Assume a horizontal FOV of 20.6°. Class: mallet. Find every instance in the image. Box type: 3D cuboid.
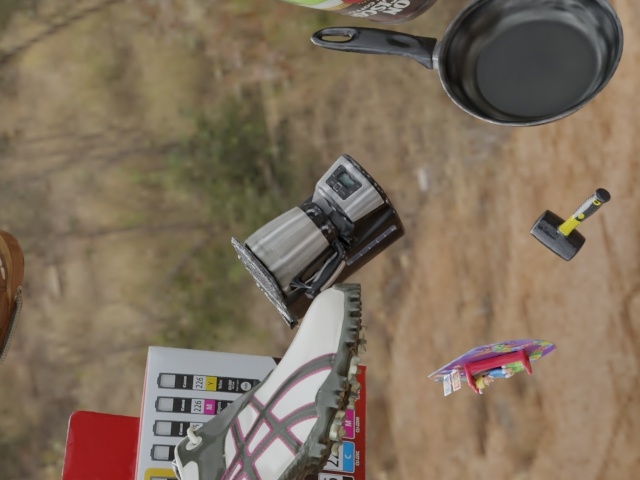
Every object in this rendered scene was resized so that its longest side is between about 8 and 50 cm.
[{"bbox_3d":[0.284,-0.031,1.998,0.062,0.039,0.189,35,162,8],"label":"mallet"}]

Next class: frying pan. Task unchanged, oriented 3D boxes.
[{"bbox_3d":[0.161,-0.179,1.871,0.053,0.326,0.197,63,-165,-53],"label":"frying pan"}]

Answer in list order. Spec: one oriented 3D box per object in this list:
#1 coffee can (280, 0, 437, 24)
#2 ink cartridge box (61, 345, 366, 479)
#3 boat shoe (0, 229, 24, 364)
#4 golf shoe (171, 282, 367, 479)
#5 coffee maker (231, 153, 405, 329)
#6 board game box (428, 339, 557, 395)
[{"bbox_3d":[0.001,-0.367,2.036,0.202,0.275,0.201,-3,85,44],"label":"coffee can"},{"bbox_3d":[-0.101,0.258,1.543,0.130,0.272,0.309,102,171,-52],"label":"ink cartridge box"},{"bbox_3d":[-0.292,0.122,1.199,0.122,0.120,0.324,41,114,12],"label":"boat shoe"},{"bbox_3d":[-0.043,0.144,1.288,0.105,0.120,0.272,87,-158,-67],"label":"golf shoe"},{"bbox_3d":[0.000,0.000,2.092,0.120,0.178,0.171,51,172,9],"label":"coffee maker"},{"bbox_3d":[0.224,0.169,2.244,0.169,0.133,0.033,-38,57,53],"label":"board game box"}]
